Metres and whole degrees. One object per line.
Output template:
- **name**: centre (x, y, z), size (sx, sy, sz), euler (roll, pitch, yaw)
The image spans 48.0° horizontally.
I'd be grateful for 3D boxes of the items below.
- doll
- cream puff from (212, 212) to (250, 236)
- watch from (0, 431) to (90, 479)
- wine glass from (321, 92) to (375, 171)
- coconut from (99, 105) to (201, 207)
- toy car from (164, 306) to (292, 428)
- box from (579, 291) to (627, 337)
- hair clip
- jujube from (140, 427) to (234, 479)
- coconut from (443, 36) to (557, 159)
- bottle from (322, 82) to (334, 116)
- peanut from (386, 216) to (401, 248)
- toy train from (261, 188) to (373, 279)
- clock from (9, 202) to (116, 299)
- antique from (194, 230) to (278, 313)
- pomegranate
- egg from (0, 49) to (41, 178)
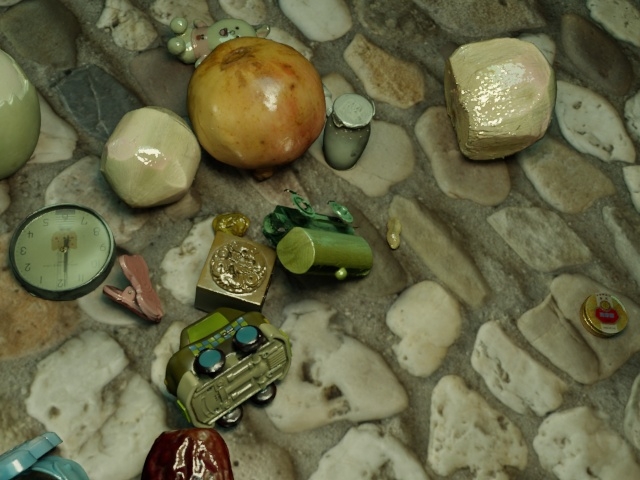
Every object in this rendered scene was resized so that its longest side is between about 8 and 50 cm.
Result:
- **doll**: centre (-0.265, -0.515, 1.868), size (0.274, 0.113, 0.155), euler (-4, 72, -18)
- **cream puff**: centre (-0.205, -0.033, 1.652), size (0.083, 0.083, 0.058), euler (-18, 107, -29)
- **watch**: centre (-0.522, 0.466, 1.291), size (0.210, 0.211, 0.193), euler (-29, 88, -21)
- **wine glass**: centre (0.063, -0.257, 1.721), size (0.111, 0.204, 0.111), euler (4, 64, -7)
- **coconut**: centre (-0.387, -0.176, 1.612), size (0.224, 0.224, 0.234), euler (24, 65, 4)
- **toy car**: centre (-0.204, 0.238, 1.457), size (0.247, 0.204, 0.198), euler (-32, 48, -23)
- **box**: centre (0.660, 0.174, 1.677), size (0.105, 0.037, 0.106), euler (4, 62, -7)
- **hair clip**: centre (-0.382, 0.099, 1.528), size (0.138, 0.123, 0.102), euler (30, 91, 13)
- **jujube**: centre (-0.242, 0.468, 1.311), size (0.183, 0.183, 0.243), euler (-1, 75, -9)
- **coconut**: centre (0.451, -0.355, 1.783), size (0.254, 0.297, 0.298), euler (-9, 63, 3)
- **bottle**: centre (-0.009, -0.382, 1.857), size (0.060, 0.060, 0.217), euler (-28, 68, -20)
- **peanut**: centre (0.174, -0.019, 1.710), size (0.037, 0.037, 0.083), euler (9, 67, -3)
- **toy train**: centre (0.006, -0.005, 1.553), size (0.189, 0.307, 0.126), euler (43, 108, 28)
- **clock**: centre (-0.564, 0.021, 1.573), size (0.225, 0.049, 0.226), euler (3, 61, -6)
- **antique**: centre (-0.177, 0.080, 1.543), size (0.151, 0.148, 0.147), euler (17, 60, -2)
- **pomegranate**: centre (-0.144, -0.296, 1.665), size (0.337, 0.338, 0.339), euler (3, 62, -7)
- **egg**: centre (-0.758, -0.295, 1.554), size (0.278, 0.336, 0.279), euler (5, 56, -7)
